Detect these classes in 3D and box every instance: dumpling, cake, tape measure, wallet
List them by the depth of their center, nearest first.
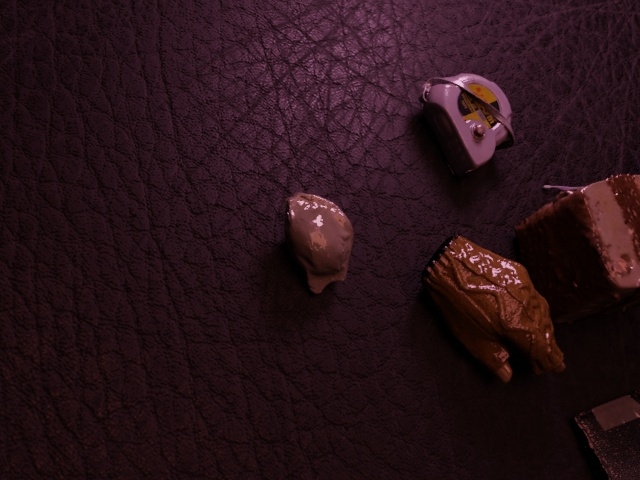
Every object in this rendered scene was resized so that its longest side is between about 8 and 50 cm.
[{"bbox_3d":[0.000,0.000,1.485,0.136,0.118,0.199,-11,93,-24],"label":"dumpling"},{"bbox_3d":[0.658,0.457,1.580,0.220,0.071,0.262,-14,70,-22],"label":"wallet"},{"bbox_3d":[0.617,0.013,1.647,0.290,0.256,0.282,-3,67,-28],"label":"cake"},{"bbox_3d":[0.342,-0.280,1.742,0.197,0.120,0.236,-25,83,-23],"label":"tape measure"}]

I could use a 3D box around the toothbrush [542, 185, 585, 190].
[{"bbox_3d":[0.588,-0.126,1.838,0.131,0.013,0.011,0,77,-23],"label":"toothbrush"}]

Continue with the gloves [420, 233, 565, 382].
[{"bbox_3d":[0.359,0.143,1.540,0.356,0.155,0.203,44,62,-3],"label":"gloves"}]
